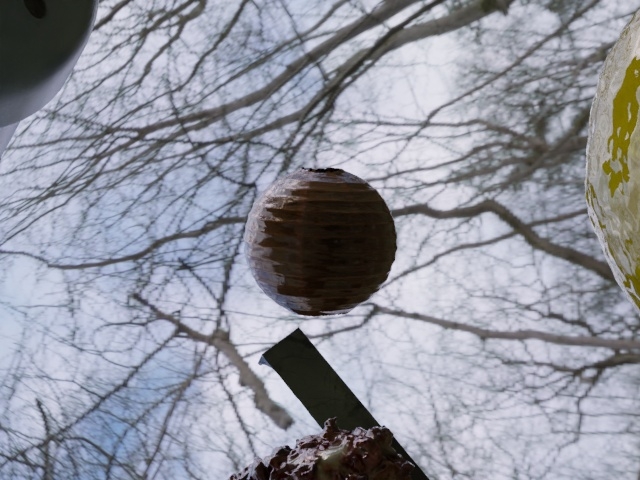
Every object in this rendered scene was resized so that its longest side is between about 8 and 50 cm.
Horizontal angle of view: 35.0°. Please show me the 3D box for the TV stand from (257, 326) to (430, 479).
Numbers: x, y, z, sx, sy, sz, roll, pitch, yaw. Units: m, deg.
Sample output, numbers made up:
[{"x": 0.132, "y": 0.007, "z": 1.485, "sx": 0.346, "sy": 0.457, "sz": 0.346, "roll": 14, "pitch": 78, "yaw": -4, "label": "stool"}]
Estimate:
[{"x": 0.041, "y": 0.194, "z": 0.927, "sx": 0.049, "sy": 0.040, "sz": 0.256, "roll": -35, "pitch": -104, "yaw": -26, "label": "TV stand"}]

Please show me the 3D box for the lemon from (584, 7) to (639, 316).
[{"x": 0.190, "y": -0.026, "z": 0.348, "sx": 0.244, "sy": 0.187, "sz": 0.187, "roll": 4, "pitch": -96, "yaw": -56, "label": "lemon"}]

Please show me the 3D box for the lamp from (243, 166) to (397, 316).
[{"x": 0.000, "y": 0.000, "z": 0.884, "sx": 0.136, "sy": 0.136, "sz": 0.136, "roll": 2, "pitch": -94, "yaw": -25, "label": "lamp"}]

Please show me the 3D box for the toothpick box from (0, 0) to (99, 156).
[{"x": -0.306, "y": -0.153, "z": 0.703, "sx": 0.263, "sy": 0.355, "sz": 0.263, "roll": 21, "pitch": -130, "yaw": -28, "label": "toothpick box"}]

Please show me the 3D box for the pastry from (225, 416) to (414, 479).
[{"x": -0.017, "y": 0.199, "z": 0.743, "sx": 0.097, "sy": 0.208, "sz": 0.115, "roll": -9, "pitch": -104, "yaw": -34, "label": "pastry"}]
